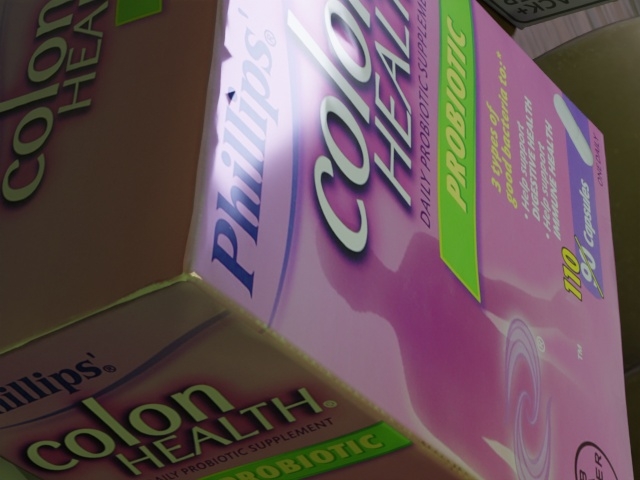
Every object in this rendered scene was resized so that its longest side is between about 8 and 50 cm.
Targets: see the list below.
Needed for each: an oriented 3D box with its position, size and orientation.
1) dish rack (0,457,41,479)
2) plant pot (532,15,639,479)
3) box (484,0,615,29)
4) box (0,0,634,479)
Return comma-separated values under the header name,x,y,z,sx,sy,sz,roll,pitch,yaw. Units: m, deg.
name,x,y,z,sx,sy,sz,roll,pitch,yaw
dish rack,-0.076,-0.032,0.616,0.285,0.072,0.333,54,34,-22
plant pot,0.182,0.010,0.825,0.263,0.263,0.229,-13,72,-44
box,0.072,-0.267,0.855,0.290,0.087,0.169,29,63,-35
box,0.000,0.000,0.528,0.243,0.117,0.213,38,41,-38
